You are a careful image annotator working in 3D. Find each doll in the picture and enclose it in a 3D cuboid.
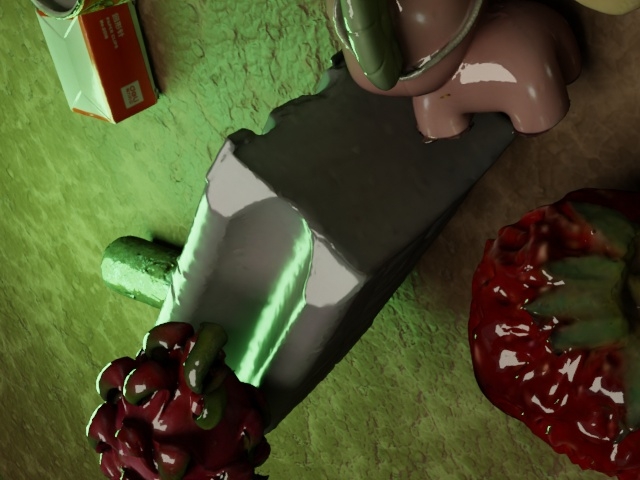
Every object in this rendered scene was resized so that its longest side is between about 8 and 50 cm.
[{"bbox_3d":[0.117,-0.239,1.079,0.216,0.284,0.268,-1,138,30],"label":"doll"}]

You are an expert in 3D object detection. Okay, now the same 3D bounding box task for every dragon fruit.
[{"bbox_3d":[-0.163,0.201,1.222,0.218,0.198,0.273,47,167,37],"label":"dragon fruit"}]

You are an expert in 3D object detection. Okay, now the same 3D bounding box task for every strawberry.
[{"bbox_3d":[0.311,0.109,1.144,0.345,0.318,0.295,74,-167,-73],"label":"strawberry"}]

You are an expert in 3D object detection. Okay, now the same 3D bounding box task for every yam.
[{"bbox_3d":[-0.263,0.061,1.817,0.194,0.107,0.107,17,129,38],"label":"yam"}]

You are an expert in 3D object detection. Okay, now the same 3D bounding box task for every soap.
[{"bbox_3d":[0.000,0.000,1.318,0.213,0.350,0.435,40,142,7],"label":"soap"}]

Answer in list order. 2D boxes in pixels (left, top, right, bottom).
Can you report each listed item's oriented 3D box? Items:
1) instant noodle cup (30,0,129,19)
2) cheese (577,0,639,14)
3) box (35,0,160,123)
[{"bbox_3d":[-0.304,-0.399,1.460,0.213,0.174,0.213,28,135,32],"label":"instant noodle cup"},{"bbox_3d":[0.158,-0.397,0.924,0.384,0.104,0.384,33,156,17],"label":"cheese"},{"bbox_3d":[-0.331,-0.281,1.643,0.133,0.099,0.182,15,129,44],"label":"box"}]
